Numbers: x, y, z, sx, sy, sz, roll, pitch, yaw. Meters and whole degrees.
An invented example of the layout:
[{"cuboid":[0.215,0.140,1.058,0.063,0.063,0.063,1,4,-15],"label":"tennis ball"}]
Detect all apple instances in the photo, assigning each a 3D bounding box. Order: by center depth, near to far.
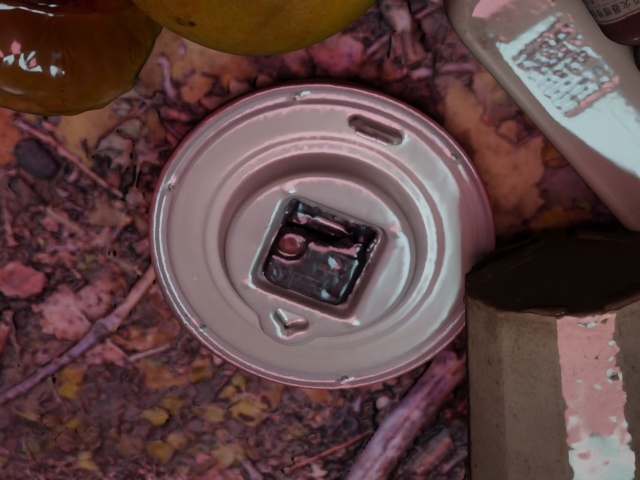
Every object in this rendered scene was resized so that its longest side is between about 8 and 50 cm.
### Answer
[{"cuboid":[-0.039,-0.192,0.739,0.182,0.155,0.182,-7,105,-26],"label":"apple"}]

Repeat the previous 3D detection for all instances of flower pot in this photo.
[{"cuboid":[0.176,0.105,0.884,0.212,0.212,0.202,-8,109,8],"label":"flower pot"}]

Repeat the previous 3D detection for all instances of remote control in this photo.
[{"cuboid":[0.202,-0.074,0.867,0.090,0.038,0.309,-39,111,19],"label":"remote control"}]

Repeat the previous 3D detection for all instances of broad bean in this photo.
[{"cuboid":[-0.203,-0.172,0.793,0.228,0.156,0.122,36,157,-22],"label":"broad bean"}]

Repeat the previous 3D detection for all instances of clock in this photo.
[{"cuboid":[0.000,0.001,0.911,0.244,0.056,0.244,2,120,3],"label":"clock"}]

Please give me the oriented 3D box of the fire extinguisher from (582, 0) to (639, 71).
[{"cuboid":[0.199,-0.180,0.780,0.106,0.075,0.252,-38,105,-3],"label":"fire extinguisher"}]
